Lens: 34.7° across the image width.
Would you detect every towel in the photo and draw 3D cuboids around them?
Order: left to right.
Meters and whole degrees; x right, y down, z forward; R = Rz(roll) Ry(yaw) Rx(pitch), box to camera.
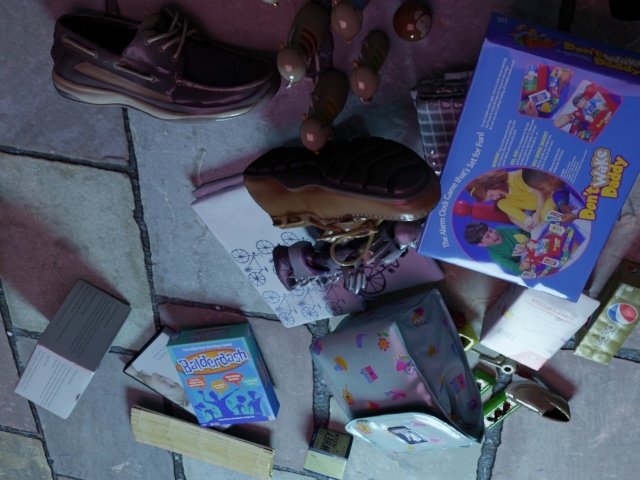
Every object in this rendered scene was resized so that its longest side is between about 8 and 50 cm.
[{"bbox_3d":[0.275,-0.125,1.438,0.284,0.121,0.235,-2,129,20],"label":"towel"}]

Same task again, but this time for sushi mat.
[{"bbox_3d":[-0.250,0.429,2.169,0.317,0.019,0.151,16,144,5],"label":"sushi mat"}]

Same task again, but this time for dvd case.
[{"bbox_3d":[-0.251,0.283,2.050,0.253,0.022,0.180,34,132,-13],"label":"dvd case"}]

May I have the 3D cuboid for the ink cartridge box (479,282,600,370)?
[{"bbox_3d":[0.356,0.114,1.663,0.115,0.067,0.198,26,135,-6],"label":"ink cartridge box"}]

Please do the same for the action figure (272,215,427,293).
[{"bbox_3d":[0.063,0.017,1.570,0.285,0.185,0.099,-15,97,45],"label":"action figure"}]

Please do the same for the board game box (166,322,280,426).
[{"bbox_3d":[-0.184,0.260,1.962,0.160,0.047,0.210,-9,121,16],"label":"board game box"}]

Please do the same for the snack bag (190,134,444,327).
[{"bbox_3d":[0.000,0.000,1.702,0.343,0.037,0.323,-16,124,29],"label":"snack bag"}]

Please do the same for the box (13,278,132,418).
[{"bbox_3d":[-0.469,0.206,1.944,0.119,0.182,0.181,31,133,-7],"label":"box"}]

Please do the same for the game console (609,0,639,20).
[{"bbox_3d":[0.428,-0.422,1.173,0.213,0.044,0.361,-2,129,20],"label":"game console"}]

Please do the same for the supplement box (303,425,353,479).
[{"bbox_3d":[0.016,0.430,2.069,0.083,0.056,0.083,16,134,5],"label":"supplement box"}]

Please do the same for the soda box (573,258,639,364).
[{"bbox_3d":[0.469,0.117,1.634,0.061,0.058,0.181,20,134,0],"label":"soda box"}]

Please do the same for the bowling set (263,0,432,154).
[{"bbox_3d":[0.037,-0.272,1.362,0.200,0.154,0.287,-7,128,24],"label":"bowling set"}]

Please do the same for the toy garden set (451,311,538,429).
[{"bbox_3d":[0.261,0.240,1.820,0.244,0.049,0.204,31,133,-10],"label":"toy garden set"}]

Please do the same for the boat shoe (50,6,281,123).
[{"bbox_3d":[-0.235,-0.259,1.482,0.356,0.132,0.130,6,132,12],"label":"boat shoe"}]

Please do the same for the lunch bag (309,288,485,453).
[{"bbox_3d":[0.138,0.242,1.725,0.223,0.160,0.262,-20,97,44],"label":"lunch bag"}]

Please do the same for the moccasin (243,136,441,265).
[{"bbox_3d":[0.030,-0.056,1.451,0.380,0.139,0.147,-1,123,50],"label":"moccasin"}]

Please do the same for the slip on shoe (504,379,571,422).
[{"bbox_3d":[0.385,0.286,1.802,0.135,0.041,0.051,27,116,-25],"label":"slip on shoe"}]

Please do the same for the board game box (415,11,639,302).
[{"bbox_3d":[0.281,-0.098,1.331,0.233,0.078,0.347,18,130,4],"label":"board game box"}]
